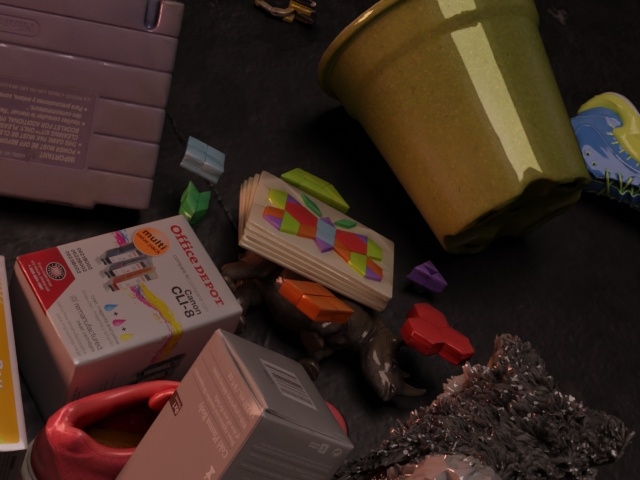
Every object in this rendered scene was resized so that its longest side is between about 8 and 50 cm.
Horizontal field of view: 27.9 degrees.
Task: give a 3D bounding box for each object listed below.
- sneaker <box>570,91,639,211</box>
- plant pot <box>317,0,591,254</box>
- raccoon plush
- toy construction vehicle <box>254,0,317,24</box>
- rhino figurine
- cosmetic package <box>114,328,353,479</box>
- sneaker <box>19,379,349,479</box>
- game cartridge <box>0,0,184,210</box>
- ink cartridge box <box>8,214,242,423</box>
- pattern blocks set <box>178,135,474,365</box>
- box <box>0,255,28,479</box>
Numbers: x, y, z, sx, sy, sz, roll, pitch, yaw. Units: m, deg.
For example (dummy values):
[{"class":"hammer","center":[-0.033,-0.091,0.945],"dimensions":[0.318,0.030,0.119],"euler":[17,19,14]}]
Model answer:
[{"class":"sneaker","center":[0.377,-0.069,1.603],"dimensions":[0.126,0.091,0.240],"euler":[-24,64,-15]},{"class":"plant pot","center":[0.171,-0.133,1.460],"dimensions":[0.276,0.276,0.253],"euler":[-13,70,-30]},{"class":"raccoon plush","center":[0.173,0.193,1.075],"dimensions":[0.299,0.446,0.216],"euler":[-40,91,-19]},{"class":"toy construction vehicle","center":[-0.027,-0.309,1.618],"dimensions":[0.098,0.086,0.035],"euler":[21,54,-7]},{"class":"rhino figurine","center":[0.008,0.086,1.318],"dimensions":[0.243,0.073,0.106],"euler":[33,43,3]},{"class":"cosmetic package","center":[-0.092,0.208,1.042],"dimensions":[0.107,0.238,0.127],"euler":[29,12,-35]},{"class":"sneaker","center":[-0.105,0.181,1.150],"dimensions":[0.314,0.136,0.116],"euler":[-4,56,-25]},{"class":"game cartridge","center":[-0.330,-0.160,1.294],"dimensions":[0.355,0.230,0.068],"euler":[9,13,-16]},{"class":"ink cartridge box","center":[-0.187,0.076,1.208],"dimensions":[0.176,0.127,0.128],"euler":[-17,60,-33]},{"class":"pattern blocks set","center":[0.000,0.000,1.343],"dimensions":[0.325,0.026,0.285],"euler":[22,26,-23]},{"class":"box","center":[-0.324,0.123,1.123],"dimensions":[0.103,0.114,0.203],"euler":[0,52,-23]}]
